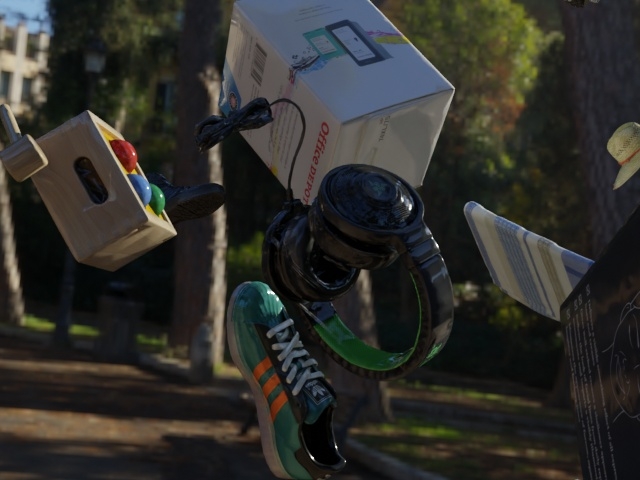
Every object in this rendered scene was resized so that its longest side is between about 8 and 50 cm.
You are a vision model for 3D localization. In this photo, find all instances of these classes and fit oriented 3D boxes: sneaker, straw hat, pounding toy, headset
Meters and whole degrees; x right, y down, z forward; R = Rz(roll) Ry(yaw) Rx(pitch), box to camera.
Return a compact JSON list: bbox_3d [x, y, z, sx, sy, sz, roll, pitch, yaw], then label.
[{"bbox_3d":[-0.037,0.198,1.628,0.121,0.302,0.108,-8,13,42],"label":"sneaker"},{"bbox_3d":[0.493,-0.154,1.821,0.061,0.144,0.144,41,-5,2],"label":"straw hat"},{"bbox_3d":[-0.201,-0.057,1.458,0.170,0.089,0.051,-26,-33,19],"label":"sneaker"},{"bbox_3d":[-0.235,-0.077,1.125,0.094,0.181,0.206,-30,-8,1],"label":"pounding toy"},{"bbox_3d":[0.000,0.000,1.419,0.185,0.394,0.243,-25,-7,-40],"label":"headset"}]

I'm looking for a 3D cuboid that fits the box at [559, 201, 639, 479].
[{"bbox_3d":[0.412,0.132,1.169,0.212,0.293,0.395,-1,-23,-5],"label":"box"}]

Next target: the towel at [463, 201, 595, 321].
[{"bbox_3d":[0.351,0.053,1.795,0.285,0.034,0.209,30,-23,49],"label":"towel"}]

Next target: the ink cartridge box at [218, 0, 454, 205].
[{"bbox_3d":[0.014,-0.201,1.615,0.197,0.270,0.198,-20,-34,-29],"label":"ink cartridge box"}]

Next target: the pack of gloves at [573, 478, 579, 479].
[{"bbox_3d":[0.337,0.417,1.389,0.232,0.195,0.046,47,-7,-9],"label":"pack of gloves"}]

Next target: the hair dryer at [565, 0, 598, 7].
[{"bbox_3d":[0.430,-0.307,1.287,0.224,0.293,0.080,36,-19,21],"label":"hair dryer"}]
